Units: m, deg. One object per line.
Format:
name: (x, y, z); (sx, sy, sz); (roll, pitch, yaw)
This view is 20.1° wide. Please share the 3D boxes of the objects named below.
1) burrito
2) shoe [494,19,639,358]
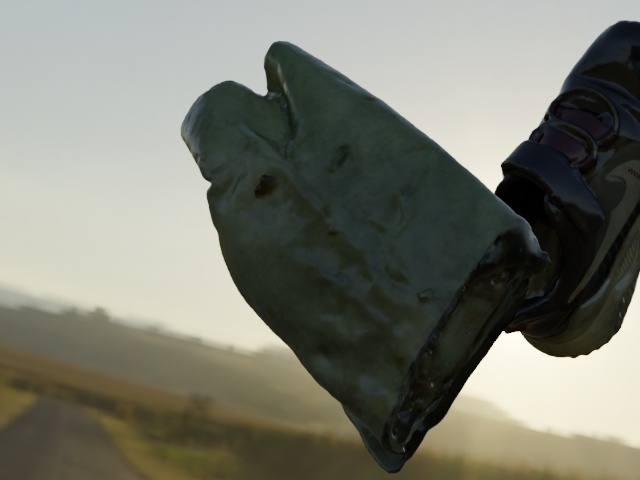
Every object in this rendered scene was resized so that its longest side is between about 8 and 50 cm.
burrito: (0.002, -0.003, 0.478); (0.118, 0.074, 0.044); (44, 14, 30)
shoe: (0.161, -0.029, 1.149); (0.099, 0.228, 0.112); (28, 20, 38)
